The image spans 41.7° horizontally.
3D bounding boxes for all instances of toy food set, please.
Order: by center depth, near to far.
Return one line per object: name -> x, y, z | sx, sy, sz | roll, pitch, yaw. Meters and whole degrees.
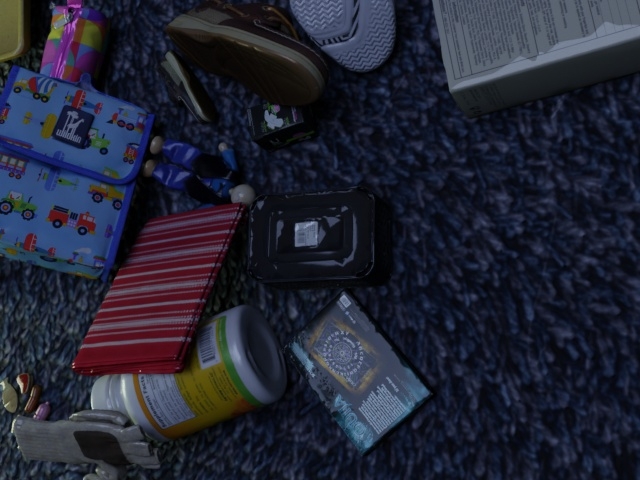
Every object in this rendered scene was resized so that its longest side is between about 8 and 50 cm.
toy food set -> -0.453, 0.258, 1.306 | 0.078, 0.019, 0.122 | -30, 61, 13

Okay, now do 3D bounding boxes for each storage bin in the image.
storage bin -> 0.000, 0.000, 1.138 | 0.180, 0.084, 0.122 | -4, 78, 21

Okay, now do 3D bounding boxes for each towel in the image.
towel -> -0.218, 0.066, 1.162 | 0.199, 0.031, 0.274 | -8, 46, 31

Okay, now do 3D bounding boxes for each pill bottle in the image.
pill bottle -> -0.181, 0.191, 1.142 | 0.246, 0.136, 0.136 | -23, 71, 17

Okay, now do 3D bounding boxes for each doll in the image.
doll -> -0.174, -0.088, 1.250 | 0.189, 0.046, 0.129 | 23, 98, 23

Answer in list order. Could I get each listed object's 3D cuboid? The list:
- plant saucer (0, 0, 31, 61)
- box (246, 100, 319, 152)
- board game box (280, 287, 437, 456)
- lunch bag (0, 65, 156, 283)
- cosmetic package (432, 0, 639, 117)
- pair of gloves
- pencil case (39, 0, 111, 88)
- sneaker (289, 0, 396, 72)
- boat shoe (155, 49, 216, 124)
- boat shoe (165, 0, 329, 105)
plant saucer -> -0.635, -0.429, 1.494 | 0.333, 0.081, 0.332 | -10, 74, 20
box -> -0.054, -0.169, 1.208 | 0.083, 0.062, 0.052 | -16, 72, 19
board game box -> 0.047, 0.172, 1.113 | 0.126, 0.026, 0.186 | -43, 67, 9
lunch bag -> -0.384, -0.111, 1.259 | 0.221, 0.138, 0.293 | 16, 73, -14
cosmetic package -> 0.308, -0.279, 1.056 | 0.310, 0.113, 0.160 | -12, 74, 19
pair of gloves -> -0.289, 0.320, 1.143 | 0.204, 0.042, 0.240 | -5, 121, 20
pencil case -> -0.408, -0.265, 1.352 | 0.104, 0.104, 0.236 | 8, 84, 24
sneaker -> 0.001, -0.421, 1.206 | 0.137, 0.210, 0.365 | -28, 104, 15
boat shoe -> -0.209, -0.227, 1.293 | 0.049, 0.056, 0.152 | -40, 58, 16
boat shoe -> -0.089, -0.289, 1.194 | 0.123, 0.123, 0.342 | -48, 40, -12
